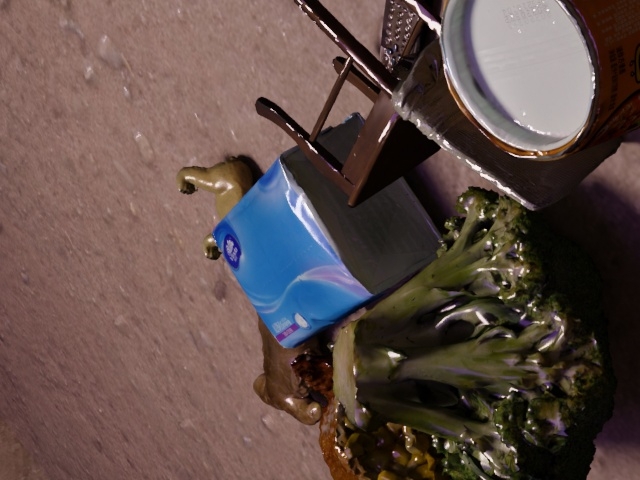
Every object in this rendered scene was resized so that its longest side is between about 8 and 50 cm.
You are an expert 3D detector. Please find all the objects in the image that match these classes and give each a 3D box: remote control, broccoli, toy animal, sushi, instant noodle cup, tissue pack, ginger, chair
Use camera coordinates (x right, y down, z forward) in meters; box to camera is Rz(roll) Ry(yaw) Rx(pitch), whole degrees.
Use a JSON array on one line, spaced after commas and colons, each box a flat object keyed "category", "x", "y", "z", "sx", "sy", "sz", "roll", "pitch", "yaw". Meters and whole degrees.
[{"category": "remote control", "x": 0.088, "y": -0.194, "z": 1.211, "sx": 0.059, "sy": 0.028, "sz": 0.212, "roll": 42, "pitch": 143, "yaw": 33}, {"category": "broccoli", "x": 0.154, "y": 0.117, "z": 1.133, "sx": 0.304, "sy": 0.283, "sz": 0.321, "roll": 131, "pitch": 135, "yaw": -70}, {"category": "toy animal", "x": -0.105, "y": -0.025, "z": 1.535, "sx": 0.101, "sy": 0.103, "sz": 0.219, "roll": -36, "pitch": 66, "yaw": 32}, {"category": "sushi", "x": 0.095, "y": 0.257, "z": 1.427, "sx": 0.296, "sy": 0.167, "sz": 0.179, "roll": 60, "pitch": 157, "yaw": 13}, {"category": "instant noodle cup", "x": 0.214, "y": -0.171, "z": 0.920, "sx": 0.216, "sy": 0.172, "sz": 0.216, "roll": 35, "pitch": 139, "yaw": 36}, {"category": "tissue pack", "x": 0.000, "y": 0.000, "z": 1.353, "sx": 0.198, "sy": 0.146, "sz": 0.263, "roll": 57, "pitch": 152, "yaw": 3}, {"category": "ginger", "x": -0.042, "y": 0.168, "z": 1.614, "sx": 0.166, "sy": 0.080, "sz": 0.333, "roll": 53, "pitch": 146, "yaw": 35}, {"category": "chair", "x": 0.109, "y": -0.114, "z": 1.100, "sx": 0.319, "sy": 0.160, "sz": 0.186, "roll": 43, "pitch": 139, "yaw": 16}]

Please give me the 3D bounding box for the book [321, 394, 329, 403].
[{"category": "book", "x": 0.086, "y": 0.265, "z": 1.572, "sx": 0.192, "sy": 0.013, "sz": 0.168, "roll": 53, "pitch": 147, "yaw": 11}]
